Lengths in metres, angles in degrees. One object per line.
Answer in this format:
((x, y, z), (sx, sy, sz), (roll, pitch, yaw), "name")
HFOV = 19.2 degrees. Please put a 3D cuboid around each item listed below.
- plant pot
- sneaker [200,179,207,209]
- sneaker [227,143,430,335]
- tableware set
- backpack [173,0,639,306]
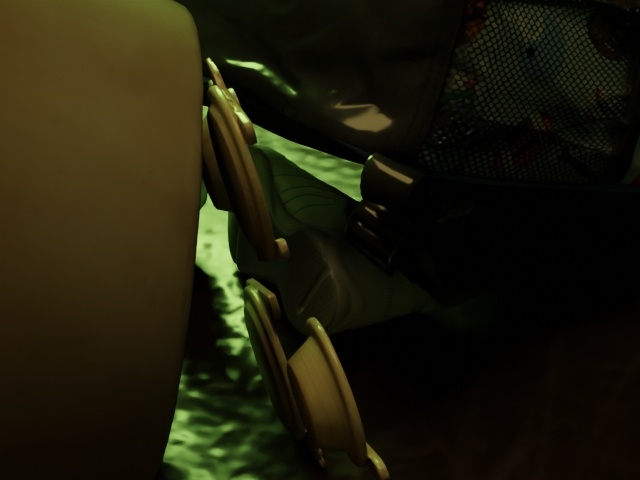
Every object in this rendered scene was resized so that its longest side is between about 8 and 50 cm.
((-0.195, -0.005, 0.676), (0.280, 0.323, 0.323), (6, 26, -12), "plant pot")
((-0.172, -0.018, 0.878), (0.228, 0.087, 0.092), (-1, 31, 16), "sneaker")
((0.000, 0.000, 0.849), (0.061, 0.054, 0.152), (-1, 27, -24), "sneaker")
((-0.017, 0.012, 0.692), (0.020, 0.169, 0.141), (-18, 14, -8), "tableware set")
((0.072, -0.108, 0.838), (0.263, 0.213, 0.276), (12, 16, -39), "backpack")
